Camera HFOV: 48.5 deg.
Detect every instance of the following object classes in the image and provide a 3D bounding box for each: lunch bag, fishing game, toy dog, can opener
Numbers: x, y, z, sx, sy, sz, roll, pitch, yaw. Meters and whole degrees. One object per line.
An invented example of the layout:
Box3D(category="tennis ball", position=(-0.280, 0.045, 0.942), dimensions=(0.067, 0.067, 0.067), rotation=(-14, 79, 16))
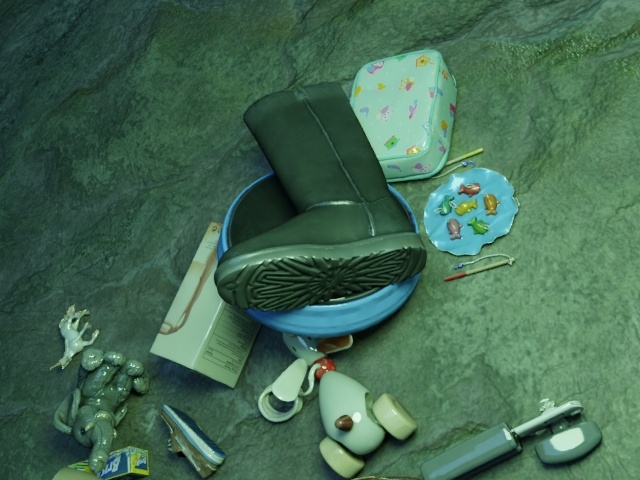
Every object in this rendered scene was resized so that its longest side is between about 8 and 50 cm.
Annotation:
Box3D(category="lunch bag", position=(0.160, -0.256, 1.478), dimensions=(0.224, 0.108, 0.279), rotation=(-7, 59, 33))
Box3D(category="fishing game", position=(0.281, -0.059, 1.351), dimensions=(0.189, 0.041, 0.264), rotation=(-18, 58, 24))
Box3D(category="toy dog", position=(0.007, 0.261, 1.259), dimensions=(0.334, 0.161, 0.220), rotation=(26, 79, 36))
Box3D(category="can opener", position=(0.293, 0.329, 1.116), dimensions=(0.280, 0.074, 0.093), rotation=(-28, 56, 15))

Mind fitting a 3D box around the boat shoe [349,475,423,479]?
Box3D(category="boat shoe", position=(0.086, 0.431, 1.182), dimensions=(0.207, 0.073, 0.073), rotation=(-15, 58, 21))

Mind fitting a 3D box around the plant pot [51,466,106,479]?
Box3D(category="plant pot", position=(-0.406, 0.573, 1.293), dimensions=(0.191, 0.284, 0.284), rotation=(10, 66, -3))

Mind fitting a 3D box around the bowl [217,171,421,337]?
Box3D(category="bowl", position=(0.000, 0.000, 1.338), dimensions=(0.391, 0.077, 0.391), rotation=(1, 48, -1))

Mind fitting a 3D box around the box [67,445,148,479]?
Box3D(category="box", position=(-0.438, 0.474, 1.463), dimensions=(0.169, 0.059, 0.054), rotation=(-22, 59, 18))

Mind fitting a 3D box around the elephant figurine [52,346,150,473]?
Box3D(category="elephant figurine", position=(-0.469, 0.355, 1.476), dimensions=(0.170, 0.186, 0.239), rotation=(13, 65, 5))

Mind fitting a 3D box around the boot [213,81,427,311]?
Box3D(category="boot", position=(-0.055, -0.104, 1.270), dimensions=(0.367, 0.146, 0.445), rotation=(-6, 53, -23))

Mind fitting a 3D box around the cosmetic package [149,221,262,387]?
Box3D(category="cosmetic package", position=(-0.201, 0.130, 1.455), dimensions=(0.129, 0.153, 0.296), rotation=(12, 70, 34))

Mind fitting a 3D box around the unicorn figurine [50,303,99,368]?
Box3D(category="unicorn figurine", position=(-0.583, 0.231, 1.682), dimensions=(0.111, 0.060, 0.162), rotation=(-44, 36, 3))

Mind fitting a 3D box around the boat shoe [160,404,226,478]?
Box3D(category="boat shoe", position=(-0.268, 0.395, 1.404), dimensions=(0.183, 0.066, 0.066), rotation=(33, 85, 37))
